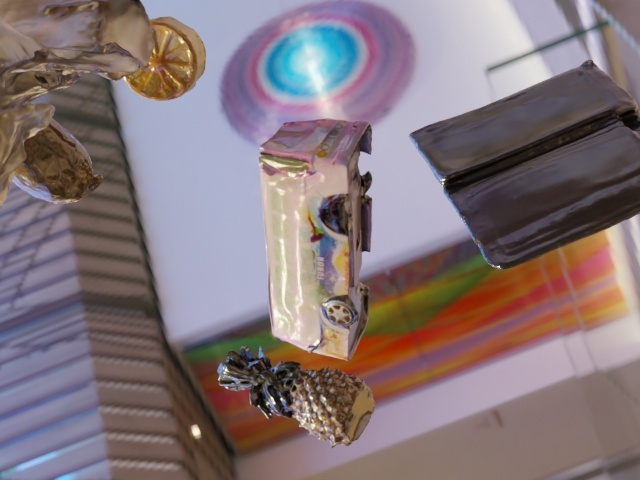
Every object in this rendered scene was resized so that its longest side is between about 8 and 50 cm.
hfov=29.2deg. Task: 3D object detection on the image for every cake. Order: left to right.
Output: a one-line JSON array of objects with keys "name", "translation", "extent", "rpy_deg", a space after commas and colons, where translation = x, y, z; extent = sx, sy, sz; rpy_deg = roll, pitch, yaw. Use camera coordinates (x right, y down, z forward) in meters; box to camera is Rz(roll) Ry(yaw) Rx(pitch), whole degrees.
[{"name": "cake", "translation": [-0.154, -0.176, 1.192], "extent": [0.044, 0.084, 0.084], "rpy_deg": [-67, -44, -73]}]

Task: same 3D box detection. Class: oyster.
[{"name": "oyster", "translation": [-0.201, -0.107, 0.662], "extent": [0.271, 0.275, 0.100], "rpy_deg": [-35, -34, -49]}]

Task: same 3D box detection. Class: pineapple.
[{"name": "pineapple", "translation": [-0.027, 0.146, 1.202], "extent": [0.074, 0.159, 0.074], "rpy_deg": [-38, -44, -48]}]

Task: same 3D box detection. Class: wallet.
[{"name": "wallet", "translation": [0.252, -0.094, 1.356], "extent": [0.323, 0.247, 0.041], "rpy_deg": [-113, 2, -56]}]

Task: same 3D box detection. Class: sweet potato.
[{"name": "sweet potato", "translation": [-0.306, -0.129, 1.109], "extent": [0.273, 0.075, 0.075], "rpy_deg": [49, -168, -28]}]

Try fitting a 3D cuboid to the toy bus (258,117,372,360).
[{"name": "toy bus", "translation": [0.000, 0.000, 1.305], "extent": [0.090, 0.112, 0.274], "rpy_deg": [-61, -24, -48]}]
